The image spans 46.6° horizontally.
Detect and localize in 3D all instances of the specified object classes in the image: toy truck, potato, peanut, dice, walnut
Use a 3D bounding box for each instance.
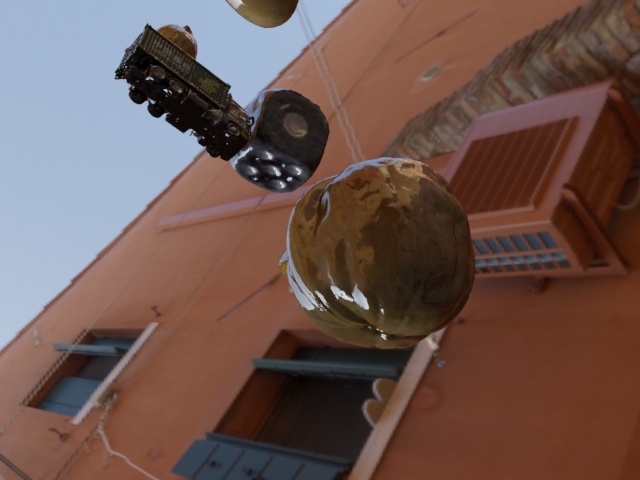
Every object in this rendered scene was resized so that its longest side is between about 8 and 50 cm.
[{"bbox_3d":[-0.243,-0.261,1.361,0.259,0.088,0.121,35,-141,-27],"label":"toy truck"},{"bbox_3d":[-0.093,-0.362,1.029,0.147,0.112,0.112,51,-125,-11],"label":"potato"},{"bbox_3d":[-0.322,-0.361,1.509,0.263,0.101,0.117,-69,-7,-45],"label":"peanut"},{"bbox_3d":[-0.098,-0.234,1.758,0.181,0.183,0.182,27,-124,-22],"label":"dice"},{"bbox_3d":[0.087,0.019,1.090,0.285,0.296,0.285,6,-118,-11],"label":"walnut"}]

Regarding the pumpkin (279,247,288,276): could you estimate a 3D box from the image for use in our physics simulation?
[{"bbox_3d":[0.013,-0.017,1.408,0.095,0.290,0.258,34,-93,-9],"label":"pumpkin"}]
